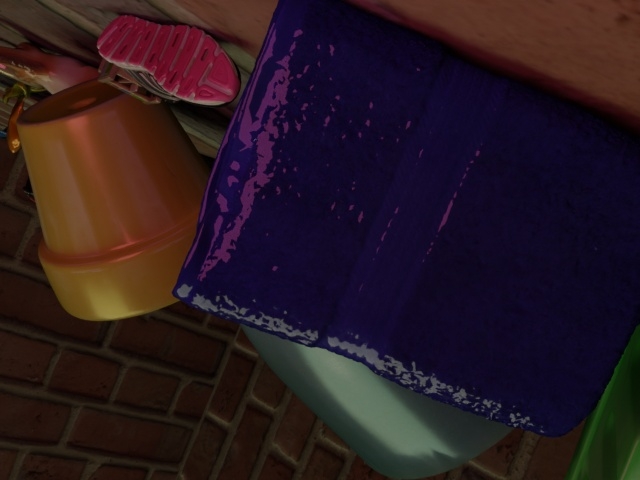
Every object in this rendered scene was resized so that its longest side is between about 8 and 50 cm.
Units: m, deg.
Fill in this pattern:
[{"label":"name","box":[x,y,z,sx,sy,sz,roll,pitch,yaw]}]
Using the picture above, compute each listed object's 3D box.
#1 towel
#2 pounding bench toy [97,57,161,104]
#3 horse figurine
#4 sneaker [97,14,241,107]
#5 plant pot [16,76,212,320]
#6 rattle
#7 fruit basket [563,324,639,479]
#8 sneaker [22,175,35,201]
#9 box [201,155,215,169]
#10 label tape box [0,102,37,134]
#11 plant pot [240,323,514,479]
[{"label":"towel","box":[0.076,-0.012,0.558,0.308,0.227,0.076,22,-166,-4]},{"label":"pounding bench toy","box":[-0.195,-0.179,0.858,0.065,0.052,0.083,25,174,-29]},{"label":"horse figurine","box":[-0.333,-0.208,1.082,0.263,0.066,0.174,25,-179,-6]},{"label":"sneaker","box":[-0.128,-0.158,0.745,0.170,0.063,0.075,25,177,32]},{"label":"plant pot","box":[-0.246,-0.068,0.994,0.254,0.254,0.239,16,132,49]},{"label":"rattle","box":[-0.505,-0.234,1.166,0.130,0.142,0.200,45,-166,27]},{"label":"fruit basket","box":[0.360,0.153,0.726,0.283,0.392,0.392,21,175,22]},{"label":"sneaker","box":[-0.479,-0.084,1.609,0.276,0.097,0.135,21,176,46]},{"label":"box","box":[-0.227,-0.075,1.508,0.207,0.153,0.108,21,175,22]},{"label":"label tape box","box":[-0.507,-0.206,1.594,0.334,0.105,0.241,25,175,-29]},{"label":"plant pot","box":[0.052,0.025,0.726,0.235,0.293,0.293,41,169,-20]}]
